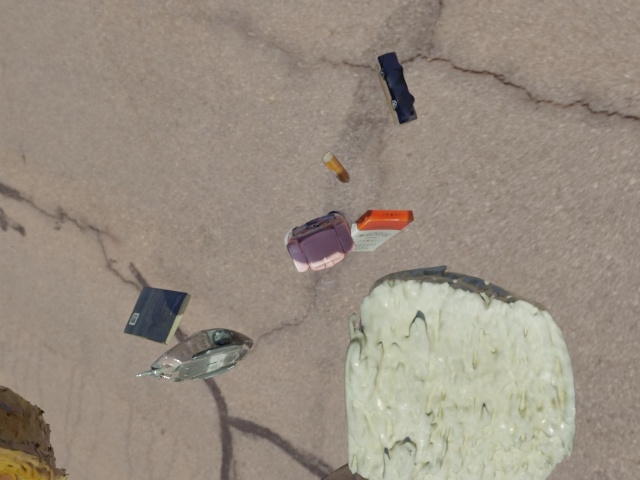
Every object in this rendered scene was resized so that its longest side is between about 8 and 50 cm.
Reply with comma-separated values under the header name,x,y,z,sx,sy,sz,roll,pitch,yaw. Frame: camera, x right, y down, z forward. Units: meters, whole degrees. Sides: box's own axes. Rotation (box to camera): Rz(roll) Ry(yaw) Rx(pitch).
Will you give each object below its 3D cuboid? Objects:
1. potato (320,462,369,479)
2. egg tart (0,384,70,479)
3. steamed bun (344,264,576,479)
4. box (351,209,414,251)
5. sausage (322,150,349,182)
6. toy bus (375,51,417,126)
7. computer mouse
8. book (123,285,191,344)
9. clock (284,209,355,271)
name,x,y,z,sx,sy,sz,roll,pitch,yaw
potato,0.050,0.598,1.296,0.120,0.261,0.100,-24,80,8
egg tart,-0.574,0.307,0.925,0.351,0.150,0.352,11,148,7
steamed bun,0.195,0.187,0.746,0.272,0.273,0.290,14,102,23
box,0.138,-0.023,1.556,0.245,0.139,0.035,134,131,-60
sausage,0.040,-0.164,1.308,0.031,0.107,0.031,-14,58,24
toy bus,0.181,-0.363,1.365,0.057,0.072,0.172,-19,88,-7
computer mouse,-0.401,0.363,1.810,0.115,0.389,0.199,61,147,32
book,-0.489,0.219,1.683,0.228,0.024,0.160,2,63,41
clock,0.000,0.000,1.276,0.165,0.162,0.093,-23,107,4
